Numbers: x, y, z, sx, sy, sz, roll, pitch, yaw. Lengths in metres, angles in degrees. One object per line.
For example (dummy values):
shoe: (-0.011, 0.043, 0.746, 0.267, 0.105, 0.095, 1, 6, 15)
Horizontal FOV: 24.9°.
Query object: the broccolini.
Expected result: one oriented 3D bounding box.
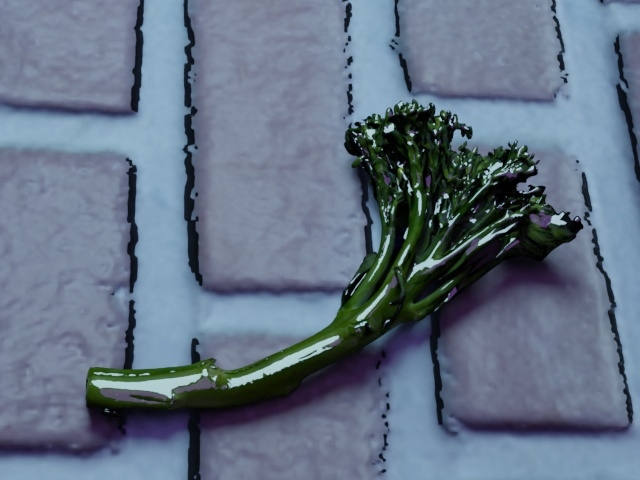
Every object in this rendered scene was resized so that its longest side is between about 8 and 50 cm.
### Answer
broccolini: (-0.007, 0.004, 0.734, 0.271, 0.062, 0.123, -25, 53, -20)
